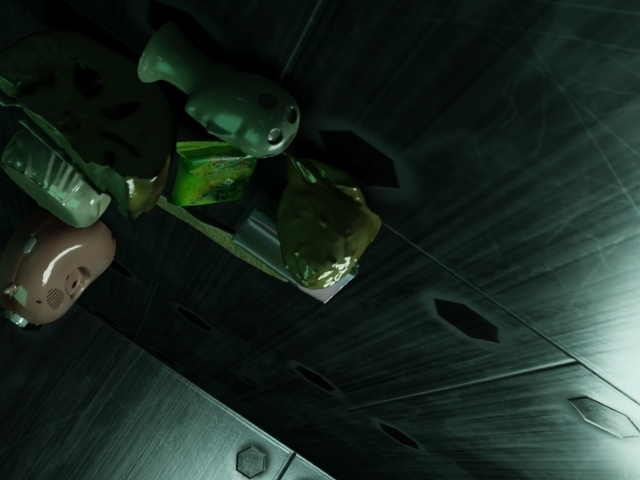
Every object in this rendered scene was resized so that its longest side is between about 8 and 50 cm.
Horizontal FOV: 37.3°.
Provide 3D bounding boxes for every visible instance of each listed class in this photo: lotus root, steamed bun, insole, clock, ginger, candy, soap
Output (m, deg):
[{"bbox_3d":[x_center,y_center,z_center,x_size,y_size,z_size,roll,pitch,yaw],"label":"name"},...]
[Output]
[{"bbox_3d":[-0.254,-0.140,1.044,0.235,0.138,0.119,38,156,-10],"label":"lotus root"},{"bbox_3d":[-0.376,-0.103,1.384,0.182,0.106,0.183,33,162,13],"label":"steamed bun"},{"bbox_3d":[-0.152,-0.008,1.394,0.247,0.011,0.081,30,162,12],"label":"insole"},{"bbox_3d":[-0.498,0.056,1.772,0.142,0.241,0.227,26,160,11],"label":"clock"},{"bbox_3d":[0.001,-0.001,1.013,0.115,0.123,0.193,17,167,11],"label":"ginger"},{"bbox_3d":[-0.117,-0.078,1.052,0.178,0.102,0.032,130,128,-69],"label":"candy"},{"bbox_3d":[-0.027,0.014,1.124,0.149,0.056,0.100,35,-169,-7],"label":"soap"}]

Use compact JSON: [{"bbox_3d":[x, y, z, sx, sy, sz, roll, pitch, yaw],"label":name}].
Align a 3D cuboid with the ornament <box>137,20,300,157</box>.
[{"bbox_3d":[-0.092,-0.134,0.882,0.156,0.081,0.075,35,147,9],"label":"ornament"}]
